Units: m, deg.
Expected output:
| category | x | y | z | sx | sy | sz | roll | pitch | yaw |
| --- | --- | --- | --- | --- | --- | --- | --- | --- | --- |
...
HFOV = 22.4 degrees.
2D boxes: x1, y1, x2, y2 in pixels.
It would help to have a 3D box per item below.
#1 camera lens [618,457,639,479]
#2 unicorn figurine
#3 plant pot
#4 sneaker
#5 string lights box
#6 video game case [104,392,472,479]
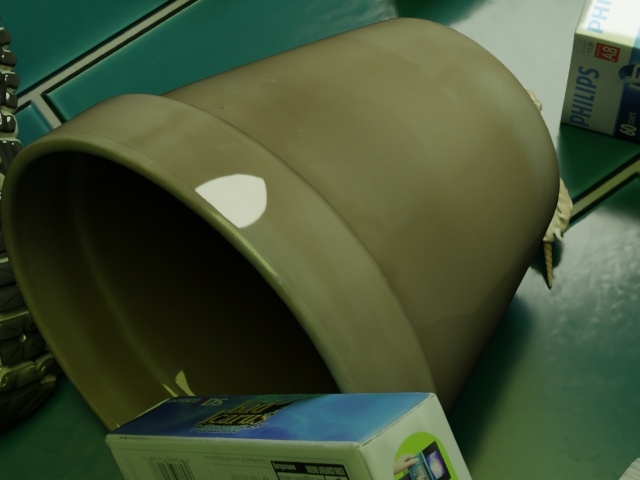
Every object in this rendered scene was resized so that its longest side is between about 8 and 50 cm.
| category | x | y | z | sx | sy | sz | roll | pitch | yaw |
| --- | --- | --- | --- | --- | --- | --- | --- | --- | --- |
| camera lens | 0.252 | 0.282 | 0.934 | 0.274 | 0.219 | 0.219 | 32 | 71 | 16 |
| unicorn figurine | 0.134 | -0.061 | 1.187 | 0.111 | 0.060 | 0.162 | 14 | 60 | -2 |
| plant pot | 0.000 | 0.000 | 1.060 | 0.323 | 0.323 | 0.280 | 37 | 56 | 18 |
| sneaker | -0.276 | -0.018 | 1.170 | 0.147 | 0.130 | 0.330 | -22 | 76 | 36 |
| string lights box | 0.312 | -0.113 | 1.163 | 0.260 | 0.133 | 0.076 | 16 | 68 | 11 |
| video game case | 0.010 | 0.205 | 0.912 | 0.061 | 0.269 | 0.244 | -29 | 102 | -33 |
